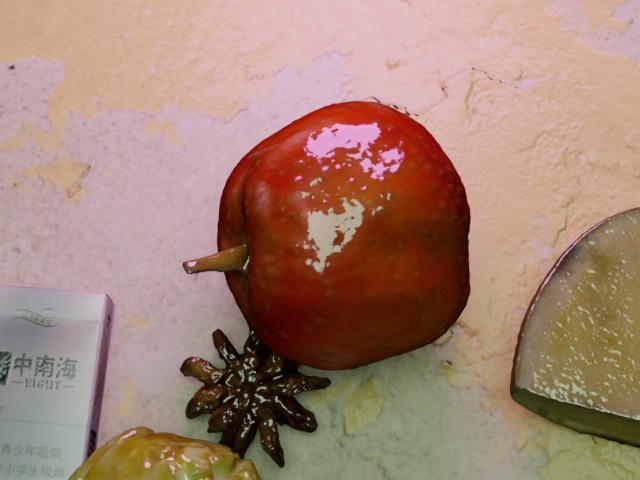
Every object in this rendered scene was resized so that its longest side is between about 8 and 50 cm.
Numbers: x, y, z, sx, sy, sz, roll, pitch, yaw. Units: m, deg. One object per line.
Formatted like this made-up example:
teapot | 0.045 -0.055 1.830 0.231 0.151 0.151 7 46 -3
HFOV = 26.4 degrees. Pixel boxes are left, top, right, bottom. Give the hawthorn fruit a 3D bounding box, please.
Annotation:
hawthorn fruit | 0.000 0.000 1.468 0.330 0.287 0.287 -13 72 -30

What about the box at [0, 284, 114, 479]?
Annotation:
box | -0.326 0.175 1.545 0.155 0.067 0.243 6 74 1

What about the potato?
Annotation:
potato | 0.360 0.093 1.535 0.269 0.112 0.255 14 71 2

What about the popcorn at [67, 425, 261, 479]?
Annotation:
popcorn | -0.167 0.287 1.422 0.221 0.204 0.184 -6 88 32

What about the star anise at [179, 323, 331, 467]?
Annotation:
star anise | -0.080 0.200 1.532 0.177 0.073 0.234 3 83 11
